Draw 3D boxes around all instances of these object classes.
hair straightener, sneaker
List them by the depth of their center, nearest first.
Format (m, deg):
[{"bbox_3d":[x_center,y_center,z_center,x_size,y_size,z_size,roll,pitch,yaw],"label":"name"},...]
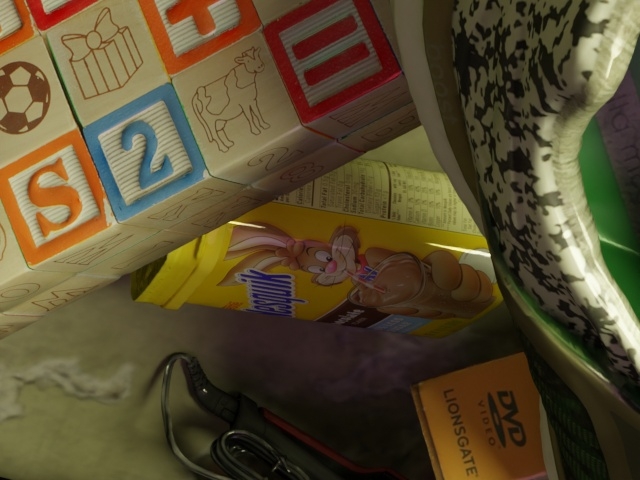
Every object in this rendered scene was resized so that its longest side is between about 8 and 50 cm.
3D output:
[{"bbox_3d":[0.137,0.059,0.477,0.158,0.182,0.410,-26,111,11],"label":"sneaker"},{"bbox_3d":[0.001,0.136,0.799,0.230,0.089,0.047,35,113,12],"label":"hair straightener"}]

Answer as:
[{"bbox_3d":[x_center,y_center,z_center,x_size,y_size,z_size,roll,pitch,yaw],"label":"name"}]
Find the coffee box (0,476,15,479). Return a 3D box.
[{"bbox_3d":[-0.070,0.226,0.839,0.297,0.168,0.119,17,79,-18],"label":"coffee box"}]

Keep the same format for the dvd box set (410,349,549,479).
[{"bbox_3d":[0.269,0.055,0.722,0.420,0.062,0.307,-18,165,8],"label":"dvd box set"}]

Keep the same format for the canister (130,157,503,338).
[{"bbox_3d":[0.000,0.000,0.729,0.170,0.073,0.126,9,161,-15],"label":"canister"}]

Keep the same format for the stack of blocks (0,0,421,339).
[{"bbox_3d":[-0.081,-0.088,0.610,0.297,0.171,0.087,-27,169,15],"label":"stack of blocks"}]
